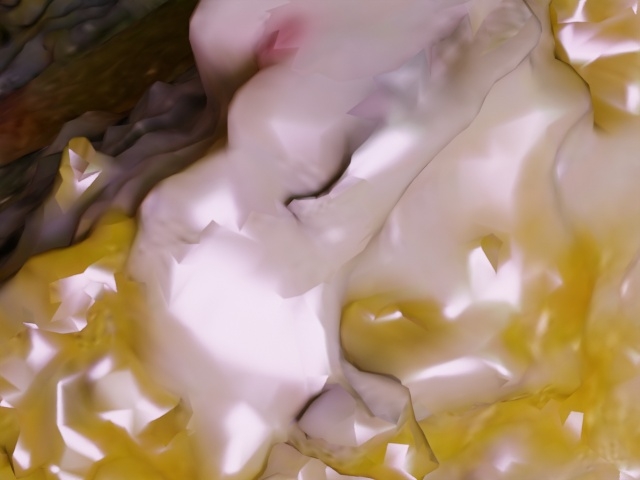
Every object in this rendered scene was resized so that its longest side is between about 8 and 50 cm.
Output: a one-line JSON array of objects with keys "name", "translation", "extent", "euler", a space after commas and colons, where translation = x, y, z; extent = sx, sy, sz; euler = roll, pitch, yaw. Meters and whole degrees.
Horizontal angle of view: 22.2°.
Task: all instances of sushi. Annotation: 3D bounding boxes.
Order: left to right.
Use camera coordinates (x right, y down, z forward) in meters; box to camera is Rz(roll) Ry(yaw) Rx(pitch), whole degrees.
[{"name": "sushi", "translation": [0.000, 0.000, 0.550], "extent": [0.396, 0.351, 0.240], "euler": [-41, 112, -15]}]
